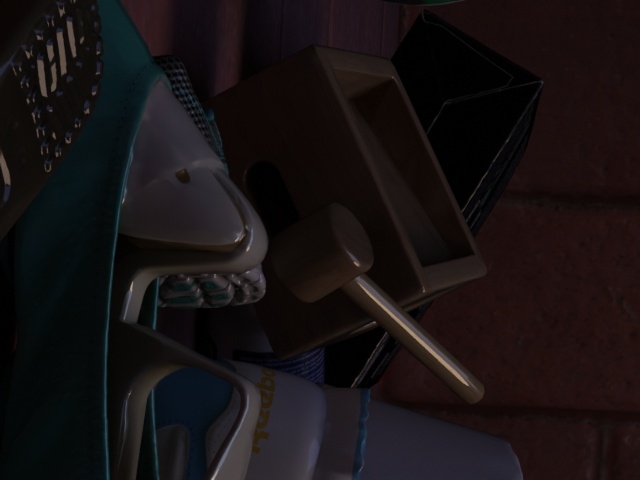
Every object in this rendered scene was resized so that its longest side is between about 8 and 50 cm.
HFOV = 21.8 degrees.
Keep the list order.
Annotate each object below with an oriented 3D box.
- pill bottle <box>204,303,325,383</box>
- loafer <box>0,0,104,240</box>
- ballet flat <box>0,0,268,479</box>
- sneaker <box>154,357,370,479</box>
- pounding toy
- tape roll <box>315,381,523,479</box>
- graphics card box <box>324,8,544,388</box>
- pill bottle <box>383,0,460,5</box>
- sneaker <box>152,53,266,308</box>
[{"bbox_3d":[-0.031,0.064,0.921,0.067,0.067,0.120,-74,166,-65],"label":"pill bottle"},{"bbox_3d":[-0.096,-0.008,0.348,0.148,0.050,0.056,-57,151,-46],"label":"loafer"},{"bbox_3d":[-0.060,0.025,0.520,0.083,0.087,0.247,45,49,-82],"label":"ballet flat"},{"bbox_3d":[-0.055,0.129,0.663,0.087,0.092,0.229,-83,-167,-51],"label":"sneaker"},{"bbox_3d":[0.002,0.009,0.790,0.181,0.094,0.206,66,19,5],"label":"pounding toy"},{"bbox_3d":[0.003,0.216,0.799,0.286,0.100,0.286,-164,-90,-84],"label":"tape roll"},{"bbox_3d":[0.053,-0.010,1.142,0.233,0.094,0.371,-57,175,2],"label":"graphics card box"},{"bbox_3d":[0.051,-0.236,0.890,0.361,0.204,0.204,-11,104,-83],"label":"pill bottle"},{"bbox_3d":[-0.056,-0.021,0.676,0.166,0.065,0.076,81,9,-70],"label":"sneaker"}]
